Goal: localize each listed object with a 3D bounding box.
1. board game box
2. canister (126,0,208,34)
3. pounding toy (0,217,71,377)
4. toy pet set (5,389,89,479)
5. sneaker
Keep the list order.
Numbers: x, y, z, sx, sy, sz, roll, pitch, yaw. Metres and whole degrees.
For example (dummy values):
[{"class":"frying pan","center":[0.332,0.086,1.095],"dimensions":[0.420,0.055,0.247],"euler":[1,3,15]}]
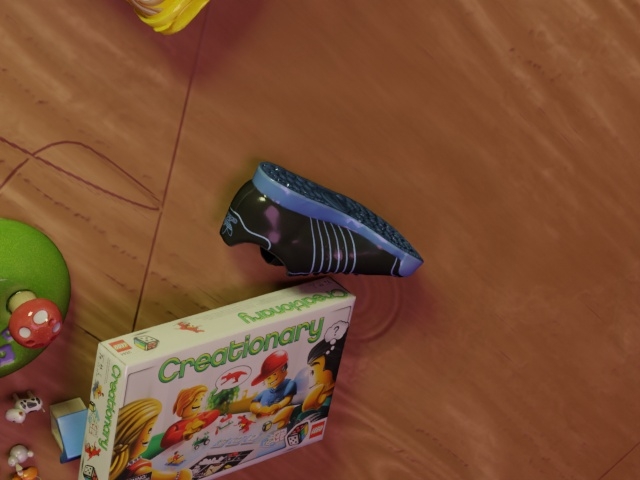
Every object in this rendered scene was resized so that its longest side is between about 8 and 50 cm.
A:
[{"class":"board game box","center":[-0.106,0.159,1.826],"dimensions":[0.305,0.053,0.193],"euler":[-16,129,-40]},{"class":"canister","center":[-0.159,-0.275,1.527],"dimensions":[0.126,0.073,0.170],"euler":[-48,130,6]},{"class":"pounding toy","center":[-0.332,0.078,1.646],"dimensions":[0.237,0.110,0.183],"euler":[9,116,-35]},{"class":"toy pet set","center":[-0.283,0.215,1.800],"dimensions":[0.114,0.065,0.122],"euler":[-14,128,-22]},{"class":"sneaker","center":[0.000,0.000,1.812],"dimensions":[0.232,0.081,0.090],"euler":[26,109,-33]}]
